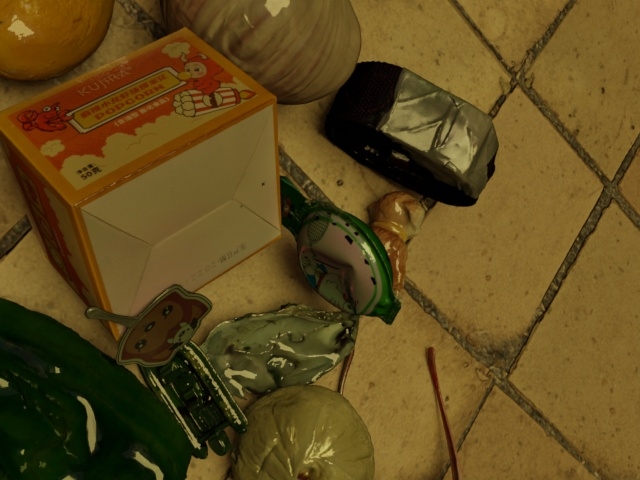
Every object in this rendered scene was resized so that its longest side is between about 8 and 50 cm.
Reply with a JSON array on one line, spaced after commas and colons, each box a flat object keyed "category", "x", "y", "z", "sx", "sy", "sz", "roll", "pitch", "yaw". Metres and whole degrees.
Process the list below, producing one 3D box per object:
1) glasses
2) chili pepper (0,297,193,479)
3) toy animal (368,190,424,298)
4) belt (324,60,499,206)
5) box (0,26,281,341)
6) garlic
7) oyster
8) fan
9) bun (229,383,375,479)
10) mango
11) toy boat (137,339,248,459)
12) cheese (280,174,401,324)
[{"category": "glasses", "x": 0.124, "y": 0.318, "z": 1.261, "sx": 0.234, "sy": 0.118, "sz": 0.269, "roll": 6, "pitch": 62, "yaw": -26}, {"category": "chili pepper", "x": -0.328, "y": 0.235, "z": 0.956, "sx": 0.385, "sy": 0.167, "sz": 0.213, "roll": 41, "pitch": 65, "yaw": -16}, {"category": "toy animal", "x": 0.080, "y": -0.015, "z": 1.240, "sx": 0.183, "sy": 0.104, "sz": 0.185, "roll": 26, "pitch": 78, "yaw": -14}, {"category": "belt", "x": 0.160, "y": -0.184, "z": 1.232, "sx": 0.289, "sy": 0.184, "sz": 0.164, "roll": 29, "pitch": 74, "yaw": -5}, {"category": "box", "x": -0.220, "y": -0.078, "z": 0.969, "sx": 0.283, "sy": 0.260, "sz": 0.214, "roll": -34, "pitch": 56, "yaw": -27}, {"category": "garlic", "x": -0.101, "y": -0.336, "z": 1.087, "sx": 0.317, "sy": 0.317, "sz": 0.259, "roll": 33, "pitch": 108, "yaw": -21}, {"category": "oyster", "x": -0.056, "y": 0.153, "z": 1.153, "sx": 0.252, "sy": 0.087, "sz": 0.199, "roll": -43, "pitch": 114, "yaw": -17}, {"category": "fan", "x": -0.223, "y": 0.108, "z": 0.957, "sx": 0.132, "sy": 0.009, "sz": 0.220, "roll": -52, "pitch": 152, "yaw": 3}, {"category": "bun", "x": -0.027, "y": 0.328, "z": 1.091, "sx": 0.220, "sy": 0.134, "sz": 0.221, "roll": 0, "pitch": 98, "yaw": 0}, {"category": "mango", "x": -0.369, "y": -0.331, "z": 1.021, "sx": 0.176, "sy": 0.119, "sz": 0.317, "roll": 39, "pitch": 60, "yaw": -23}, {"category": "toy boat", "x": -0.190, "y": 0.215, "z": 1.075, "sx": 0.104, "sy": 0.052, "sz": 0.210, "roll": -34, "pitch": 88, "yaw": 16}, {"category": "cheese", "x": 0.000, "y": 0.000, "z": 1.117, "sx": 0.083, "sy": 0.204, "sz": 0.320, "roll": -37, "pitch": 72, "yaw": -29}]
